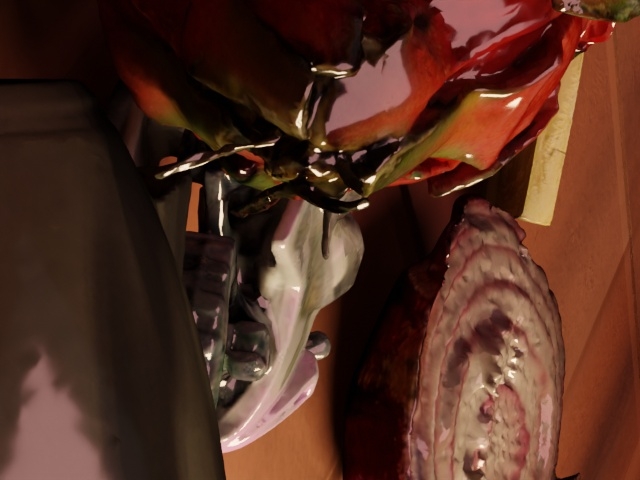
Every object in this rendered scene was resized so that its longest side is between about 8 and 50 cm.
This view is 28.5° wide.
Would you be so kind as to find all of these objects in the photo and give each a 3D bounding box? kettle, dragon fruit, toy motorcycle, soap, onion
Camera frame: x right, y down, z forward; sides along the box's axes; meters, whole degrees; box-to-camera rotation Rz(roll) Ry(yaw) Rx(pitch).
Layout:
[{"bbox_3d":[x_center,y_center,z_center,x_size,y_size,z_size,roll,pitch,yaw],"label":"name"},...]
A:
[{"bbox_3d":[-0.172,0.089,0.414,0.320,0.228,0.324,-7,100,-39],"label":"kettle"},{"bbox_3d":[0.004,-0.111,0.478,0.293,0.233,0.234,-57,148,-54],"label":"dragon fruit"},{"bbox_3d":[-0.044,-0.026,0.675,0.188,0.143,0.327,89,9,-57],"label":"toy motorcycle"},{"bbox_3d":[0.196,-0.144,1.135,0.037,0.092,0.252,7,99,-20],"label":"soap"},{"bbox_3d":[0.103,0.116,1.031,0.314,0.146,0.280,32,59,-53],"label":"onion"}]

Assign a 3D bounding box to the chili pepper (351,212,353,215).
[{"bbox_3d":[-0.001,0.001,0.831,0.191,0.050,0.059,90,13,-73],"label":"chili pepper"}]
